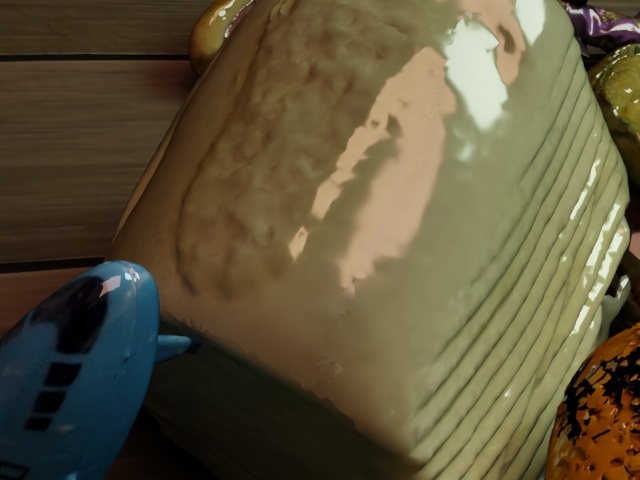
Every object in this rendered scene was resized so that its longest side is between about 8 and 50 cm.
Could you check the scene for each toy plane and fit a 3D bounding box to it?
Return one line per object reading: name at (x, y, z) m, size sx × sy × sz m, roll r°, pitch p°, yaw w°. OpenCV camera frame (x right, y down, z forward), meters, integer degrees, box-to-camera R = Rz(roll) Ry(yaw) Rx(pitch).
toy plane at (-0.132, 0.116, 0.470) m, size 0.254 × 0.271 × 0.105 m, roll 45°, pitch 17°, yaw 24°

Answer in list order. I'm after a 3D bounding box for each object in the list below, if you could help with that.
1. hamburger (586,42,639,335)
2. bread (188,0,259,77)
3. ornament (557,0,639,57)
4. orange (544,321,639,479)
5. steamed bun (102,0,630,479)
hamburger at (0.278, -0.021, 0.805) m, size 0.284 × 0.134 × 0.265 m, roll -14°, pitch 47°, yaw -35°
bread at (0.021, -0.121, 0.854) m, size 0.225 × 0.081 × 0.134 m, roll 27°, pitch 45°, yaw 10°
ornament at (0.187, -0.175, 0.960) m, size 0.203 × 0.081 × 0.088 m, roll 5°, pitch 45°, yaw -10°
orange at (0.186, 0.146, 0.547) m, size 0.182 × 0.234 × 0.234 m, roll -7°, pitch 46°, yaw 6°
steamed bun at (0.000, 0.000, 0.631) m, size 0.272 × 0.273 × 0.290 m, roll 8°, pitch 56°, yaw 27°
